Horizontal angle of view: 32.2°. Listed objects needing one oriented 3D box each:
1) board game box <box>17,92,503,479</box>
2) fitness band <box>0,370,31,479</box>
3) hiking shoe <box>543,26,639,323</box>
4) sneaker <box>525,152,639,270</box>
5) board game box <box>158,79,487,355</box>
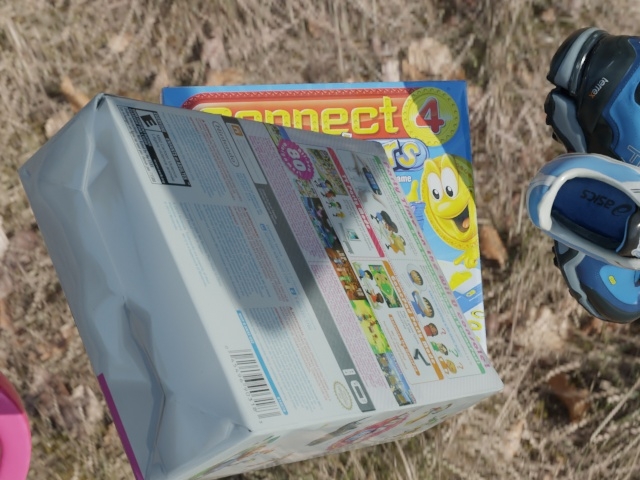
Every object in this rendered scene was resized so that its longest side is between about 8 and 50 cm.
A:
[{"bbox_3d":[-0.025,0.032,0.747,0.097,0.303,0.224,-36,68,30],"label":"board game box"},{"bbox_3d":[-0.377,0.176,0.875,0.291,0.209,0.054,2,23,-23],"label":"fitness band"},{"bbox_3d":[0.287,-0.044,1.020,0.132,0.304,0.113,12,39,39],"label":"hiking shoe"},{"bbox_3d":[0.266,-0.004,0.810,0.237,0.085,0.086,14,32,15],"label":"sneaker"},{"bbox_3d":[0.000,0.000,1.102,0.308,0.086,0.302,-3,84,-9],"label":"board game box"}]
